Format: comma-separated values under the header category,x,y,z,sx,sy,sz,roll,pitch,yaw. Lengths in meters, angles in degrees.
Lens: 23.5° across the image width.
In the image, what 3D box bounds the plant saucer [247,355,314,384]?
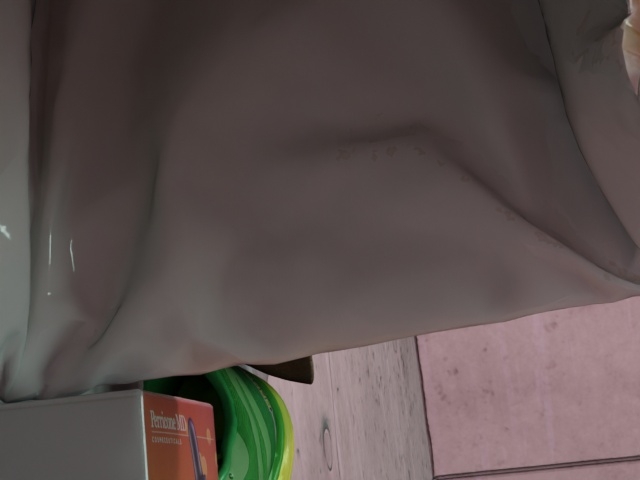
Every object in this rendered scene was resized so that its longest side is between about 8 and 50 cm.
category,x,y,z,sx,sy,sz,roll,pitch,yaw
plant saucer,-0.073,-0.056,0.914,0.310,0.050,0.311,162,-90,-83

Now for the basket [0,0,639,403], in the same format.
category,x,y,z,sx,sy,sz,roll,pitch,yaw
basket,-0.028,-0.132,0.589,0.328,0.331,0.267,66,17,-61

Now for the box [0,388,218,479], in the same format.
category,x,y,z,sx,sy,sz,roll,pitch,yaw
box,-0.098,0.157,0.678,0.130,0.091,0.171,40,44,-77

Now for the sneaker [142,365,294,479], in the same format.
category,x,y,z,sx,sy,sz,roll,pitch,yaw
sneaker,-0.077,0.182,0.825,0.123,0.109,0.296,53,25,-44

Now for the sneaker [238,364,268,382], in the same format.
category,x,y,z,sx,sy,sz,roll,pitch,yaw
sneaker,0.000,0.000,1.143,0.124,0.178,0.296,73,13,-48
